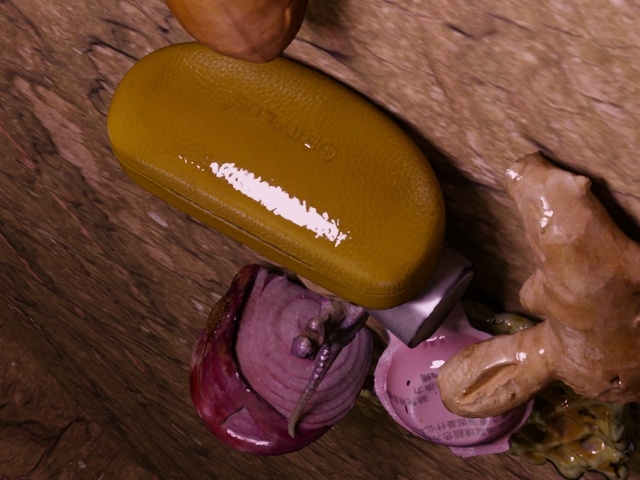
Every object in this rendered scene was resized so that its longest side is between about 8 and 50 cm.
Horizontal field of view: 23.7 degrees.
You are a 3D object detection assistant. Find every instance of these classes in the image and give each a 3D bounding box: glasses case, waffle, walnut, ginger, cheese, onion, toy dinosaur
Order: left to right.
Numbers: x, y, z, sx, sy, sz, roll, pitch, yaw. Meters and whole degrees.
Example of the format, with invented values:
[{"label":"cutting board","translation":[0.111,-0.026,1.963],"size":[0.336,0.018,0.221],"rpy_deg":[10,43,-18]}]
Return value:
[{"label":"walnut","translation":[-0.080,-0.246,1.311],"size":[0.137,0.137,0.245],"rpy_deg":[25,154,29]},{"label":"onion","translation":[-0.070,0.177,2.105],"size":[0.272,0.256,0.230],"rpy_deg":[54,145,-3]},{"label":"glasses case","translation":[-0.037,-0.083,1.544],"size":[0.371,0.173,0.141],"rpy_deg":[28,160,15]},{"label":"toy dinosaur","translation":[0.008,0.117,1.891],"size":[0.072,0.200,0.251],"rpy_deg":[33,158,2]},{"label":"glasses case","translation":[0.022,-0.020,1.630],"size":[0.299,0.114,0.060],"rpy_deg":[41,-166,18]},{"label":"cheese","translation":[0.138,0.137,1.706],"size":[0.189,0.074,0.286],"rpy_deg":[-15,120,22]},{"label":"waffle","translation":[0.242,0.173,1.816],"size":[0.297,0.073,0.317],"rpy_deg":[20,148,25]},{"label":"ginger","translation":[0.299,0.094,1.458],"size":[0.363,0.122,0.348],"rpy_deg":[18,143,14]}]

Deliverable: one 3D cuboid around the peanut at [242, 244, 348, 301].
[{"label":"peanut","translation":[0.000,0.000,1.751],"size":[0.257,0.123,0.123],"rpy_deg":[16,152,40]}]
